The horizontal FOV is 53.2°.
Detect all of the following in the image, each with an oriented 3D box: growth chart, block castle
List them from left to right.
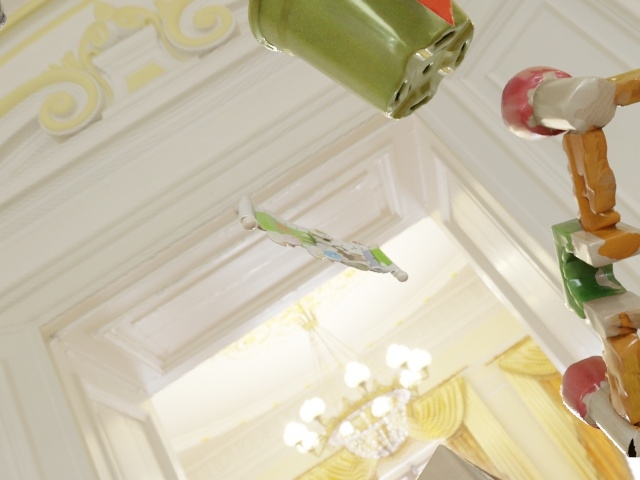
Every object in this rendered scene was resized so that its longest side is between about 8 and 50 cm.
[{"bbox_3d":[0.000,0.000,0.810,0.237,0.172,0.021,20,-80,-21],"label":"growth chart"},{"bbox_3d":[0.406,-0.006,0.734,0.303,0.453,0.213,-15,12,2],"label":"block castle"}]

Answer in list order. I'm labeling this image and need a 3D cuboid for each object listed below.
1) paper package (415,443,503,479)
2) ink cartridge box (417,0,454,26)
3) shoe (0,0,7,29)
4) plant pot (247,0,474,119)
[{"bbox_3d":[0.176,0.476,0.777,0.168,0.309,0.324,33,-89,-18],"label":"paper package"},{"bbox_3d":[0.099,-0.386,0.733,0.189,0.232,0.066,20,-39,-33],"label":"ink cartridge box"},{"bbox_3d":[-0.361,-0.245,0.555,0.063,0.178,0.081,-57,-13,-20],"label":"shoe"},{"bbox_3d":[0.078,-0.327,0.959,0.276,0.254,0.276,-40,-15,-14],"label":"plant pot"}]
